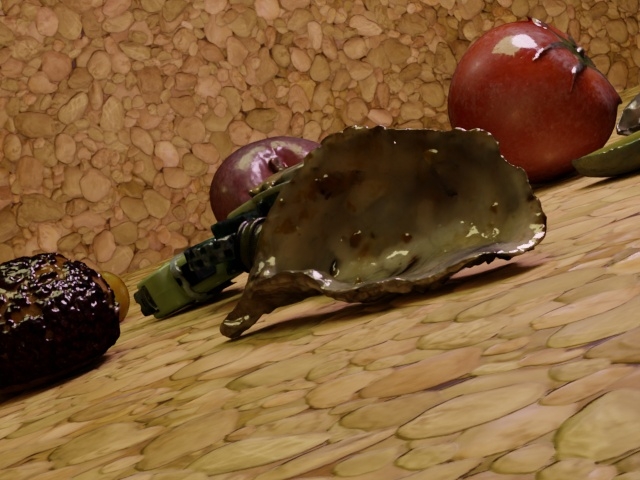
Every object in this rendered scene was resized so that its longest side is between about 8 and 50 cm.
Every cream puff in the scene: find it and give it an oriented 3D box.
[{"bbox_3d":[-0.384,0.106,1.442,0.239,0.164,0.239,-19,2,1],"label":"cream puff"}]

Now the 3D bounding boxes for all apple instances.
[{"bbox_3d":[-0.384,0.103,1.874,0.114,0.099,0.102,-13,9,25],"label":"apple"}]

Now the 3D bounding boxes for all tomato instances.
[{"bbox_3d":[0.327,-0.210,1.738,0.265,0.265,0.265,-19,5,2],"label":"tomato"}]

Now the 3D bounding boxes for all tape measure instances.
[{"bbox_3d":[-0.182,0.049,1.730,0.154,0.087,0.177,-34,-1,32],"label":"tape measure"}]

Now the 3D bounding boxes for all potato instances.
[{"bbox_3d":[0.442,-0.124,1.485,0.198,0.054,0.119,-23,5,5],"label":"potato"}]

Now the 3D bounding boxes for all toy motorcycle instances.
[{"bbox_3d":[0.006,-0.041,1.553,0.410,0.168,0.237,-16,4,30],"label":"toy motorcycle"}]

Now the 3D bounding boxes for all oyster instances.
[{"bbox_3d":[0.052,-0.019,1.172,0.396,0.204,0.111,-14,-30,32],"label":"oyster"}]

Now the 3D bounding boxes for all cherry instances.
[{"bbox_3d":[-0.085,-0.084,2.147,0.261,0.221,0.307,-12,-10,-11],"label":"cherry"}]

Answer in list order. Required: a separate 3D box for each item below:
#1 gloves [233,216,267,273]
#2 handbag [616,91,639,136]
[{"bbox_3d":[0.006,0.002,1.366,0.107,0.135,0.268,12,-11,-43],"label":"gloves"},{"bbox_3d":[0.538,-0.201,1.634,0.182,0.117,0.270,-26,-3,31],"label":"handbag"}]
